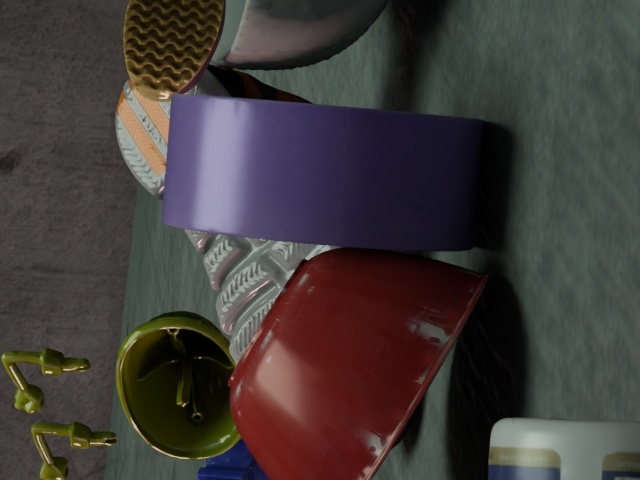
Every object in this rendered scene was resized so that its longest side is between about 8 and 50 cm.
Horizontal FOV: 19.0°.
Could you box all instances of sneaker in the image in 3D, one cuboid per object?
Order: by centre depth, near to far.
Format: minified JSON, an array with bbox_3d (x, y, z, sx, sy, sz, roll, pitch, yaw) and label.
[{"bbox_3d":[-0.095,-0.181,1.309,0.084,0.070,0.185,120,159,-83],"label":"sneaker"},{"bbox_3d":[0.000,0.000,1.352,0.125,0.180,0.321,-37,73,29],"label":"sneaker"}]

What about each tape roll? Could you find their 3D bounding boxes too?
[{"bbox_3d":[0.001,-0.042,1.150,0.189,0.189,0.080,-158,74,-78],"label":"tape roll"}]

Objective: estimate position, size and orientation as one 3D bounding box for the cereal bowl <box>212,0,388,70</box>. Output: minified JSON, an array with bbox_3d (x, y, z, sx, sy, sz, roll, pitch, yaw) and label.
[{"bbox_3d":[0.009,-0.282,1.323,0.339,0.141,0.339,-176,90,-79],"label":"cereal bowl"}]

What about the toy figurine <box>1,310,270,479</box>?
[{"bbox_3d":[-0.087,0.148,1.491,0.217,0.191,0.362,-69,-32,-51],"label":"toy figurine"}]

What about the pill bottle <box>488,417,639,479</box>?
[{"bbox_3d":[0.112,0.158,0.769,0.094,0.094,0.169,153,121,-77],"label":"pill bottle"}]

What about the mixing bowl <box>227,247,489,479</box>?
[{"bbox_3d":[0.010,0.072,1.107,0.181,0.098,0.181,-59,-3,-6],"label":"mixing bowl"}]
